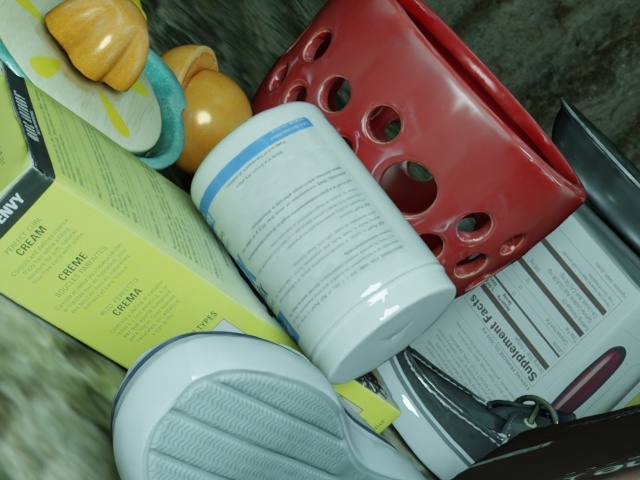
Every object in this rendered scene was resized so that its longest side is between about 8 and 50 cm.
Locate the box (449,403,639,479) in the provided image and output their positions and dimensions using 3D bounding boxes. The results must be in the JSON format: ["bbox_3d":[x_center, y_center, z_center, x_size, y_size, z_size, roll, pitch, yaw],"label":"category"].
[{"bbox_3d":[0.153,0.139,0.673,0.381,0.191,0.143,-2,76,-75],"label":"box"}]

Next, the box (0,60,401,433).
[{"bbox_3d":[-0.066,0.020,0.720,0.232,0.058,0.087,35,16,-38],"label":"box"}]

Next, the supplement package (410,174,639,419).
[{"bbox_3d":[0.184,0.074,1.168,0.262,0.145,0.204,33,17,-45],"label":"supplement package"}]

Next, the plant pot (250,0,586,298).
[{"bbox_3d":[0.036,-0.038,0.971,0.191,0.174,0.191,43,12,-11],"label":"plant pot"}]

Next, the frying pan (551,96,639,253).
[{"bbox_3d":[0.279,0.015,1.215,0.326,0.053,0.197,53,13,27],"label":"frying pan"}]

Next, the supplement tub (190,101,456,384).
[{"bbox_3d":[0.000,0.000,0.698,0.107,0.071,0.071,54,14,17],"label":"supplement tub"}]

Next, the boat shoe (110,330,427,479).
[{"bbox_3d":[-0.029,0.081,0.637,0.076,0.083,0.226,41,-4,32],"label":"boat shoe"}]

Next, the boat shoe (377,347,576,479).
[{"bbox_3d":[0.126,0.131,0.954,0.228,0.076,0.080,44,12,-9],"label":"boat shoe"}]

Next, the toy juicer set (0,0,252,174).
[{"bbox_3d":[-0.126,-0.108,0.798,0.329,0.089,0.209,35,28,-35],"label":"toy juicer set"}]
